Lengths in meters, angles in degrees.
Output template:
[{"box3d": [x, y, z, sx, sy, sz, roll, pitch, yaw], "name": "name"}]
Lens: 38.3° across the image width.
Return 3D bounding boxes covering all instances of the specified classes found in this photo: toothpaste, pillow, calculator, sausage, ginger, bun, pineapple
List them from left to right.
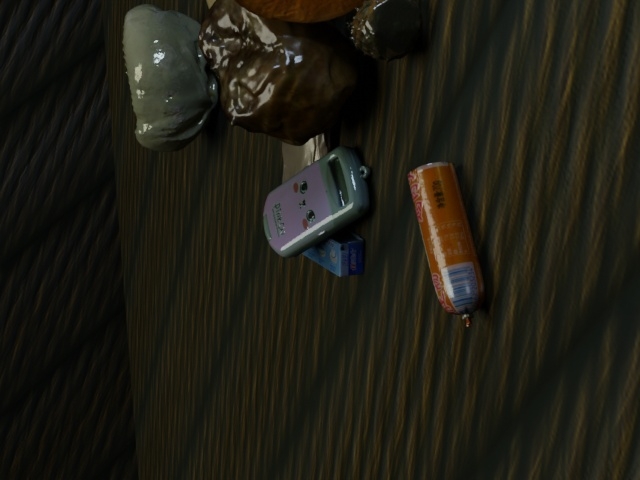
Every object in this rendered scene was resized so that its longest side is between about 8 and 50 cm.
[{"box3d": [-0.367, -0.404, 2.275, 0.365, 0.219, 0.365, 173, 90, -82], "name": "bun"}, {"box3d": [-0.055, -0.300, 1.556, 0.200, 0.223, 0.269, -35, 63, 42], "name": "ginger"}, {"box3d": [-0.027, -0.191, 1.732, 0.173, 0.067, 0.270, 12, 104, 59], "name": "pillow"}, {"box3d": [-0.007, -0.067, 1.630, 0.246, 0.045, 0.141, -30, 59, 33], "name": "calculator"}, {"box3d": [0.000, 0.000, 1.721, 0.272, 0.053, 0.066, -152, 57, -61], "name": "toothpaste"}, {"box3d": [0.089, -0.328, 1.428, 0.197, 0.108, 0.108, -146, 55, -75], "name": "pineapple"}, {"box3d": [0.181, 0.008, 1.292, 0.071, 0.071, 0.234, 136, 126, -60], "name": "sausage"}]

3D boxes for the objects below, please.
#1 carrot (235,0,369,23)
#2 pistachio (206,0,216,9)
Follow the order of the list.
[{"box3d": [-0.017, -0.461, 1.389, 0.100, 0.307, 0.258, -107, -6, -53], "name": "carrot"}, {"box3d": [-0.090, -0.467, 1.671, 0.309, 0.229, 0.230, -47, 51, 51], "name": "pistachio"}]
